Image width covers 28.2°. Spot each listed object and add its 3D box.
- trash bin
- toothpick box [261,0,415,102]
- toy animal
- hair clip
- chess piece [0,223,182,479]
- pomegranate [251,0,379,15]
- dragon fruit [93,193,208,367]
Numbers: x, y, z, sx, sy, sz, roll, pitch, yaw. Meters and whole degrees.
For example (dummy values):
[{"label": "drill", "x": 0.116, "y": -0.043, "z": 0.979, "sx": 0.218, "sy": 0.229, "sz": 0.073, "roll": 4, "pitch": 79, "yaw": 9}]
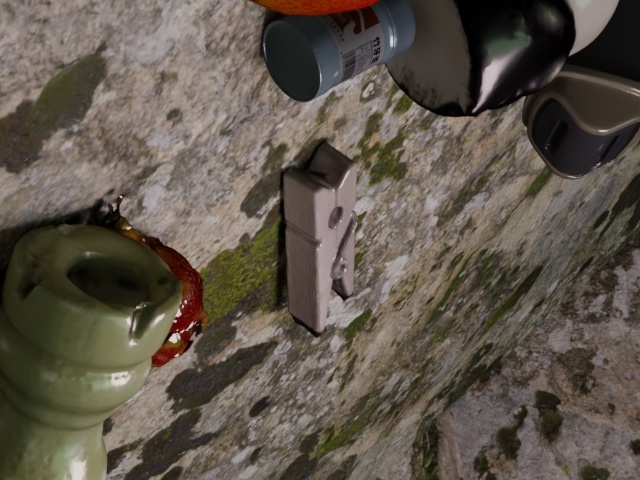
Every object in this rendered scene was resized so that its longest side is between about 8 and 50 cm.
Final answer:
[{"label": "trash bin", "x": 0.406, "y": -0.251, "z": 1.870, "sx": 0.209, "sy": 0.182, "sz": 0.290, "roll": 98, "pitch": 8, "yaw": -69}, {"label": "toothpick box", "x": 0.022, "y": -0.233, "z": 1.461, "sx": 0.153, "sy": 0.101, "sz": 0.101, "roll": -32, "pitch": 152, "yaw": -32}, {"label": "toy animal", "x": 0.235, "y": -0.295, "z": 1.576, "sx": 0.310, "sy": 0.251, "sz": 0.251, "roll": -27, "pitch": 149, "yaw": -27}, {"label": "hair clip", "x": 0.003, "y": 0.002, "z": 1.811, "sx": 0.101, "sy": 0.085, "sz": 0.330, "roll": -38, "pitch": 153, "yaw": -26}, {"label": "chess piece", "x": -0.312, "y": 0.202, "z": 1.435, "sx": 0.234, "sy": 0.234, "sz": 0.442, "roll": -16, "pitch": 137, "yaw": -50}, {"label": "pomegranate", "x": -0.019, "y": -0.310, "z": 1.142, "sx": 0.257, "sy": 0.221, "sz": 0.221, "roll": 7, "pitch": 123, "yaw": -43}, {"label": "dragon fruit", "x": -0.209, "y": 0.046, "z": 1.498, "sx": 0.246, "sy": 0.125, "sz": 0.125, "roll": 70, "pitch": 32, "yaw": -42}]
